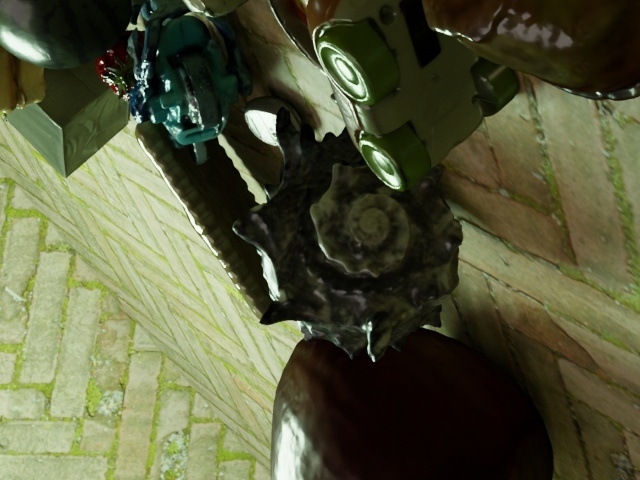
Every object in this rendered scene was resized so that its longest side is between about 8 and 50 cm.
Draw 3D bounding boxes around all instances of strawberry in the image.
[{"bbox_3d":[-0.256,-0.242,1.894,0.106,0.106,0.106,43,162,18],"label":"strawberry"}]

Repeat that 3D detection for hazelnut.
[{"bbox_3d":[0.100,0.287,1.736,0.421,0.352,0.421,63,174,12],"label":"hazelnut"}]

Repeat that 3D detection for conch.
[{"bbox_3d":[0.034,-0.014,1.508,0.186,0.240,0.313,28,-155,-44],"label":"conch"}]

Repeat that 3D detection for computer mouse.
[{"bbox_3d":[-0.051,-0.147,1.686,0.096,0.039,0.066,14,143,43],"label":"computer mouse"}]

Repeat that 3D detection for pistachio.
[{"bbox_3d":[0.163,-0.171,0.980,0.210,0.130,0.165,28,151,31],"label":"pistachio"}]

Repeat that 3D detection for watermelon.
[{"bbox_3d":[-0.329,-0.316,1.723,0.212,0.212,0.212,43,162,18],"label":"watermelon"}]

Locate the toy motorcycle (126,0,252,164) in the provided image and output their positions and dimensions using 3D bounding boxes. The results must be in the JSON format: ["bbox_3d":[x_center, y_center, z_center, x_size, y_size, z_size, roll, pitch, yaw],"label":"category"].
[{"bbox_3d":[-0.168,-0.209,1.692,0.260,0.154,0.206,132,119,-78],"label":"toy motorcycle"}]

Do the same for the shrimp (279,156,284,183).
[{"bbox_3d":[0.000,0.000,1.795,0.233,0.071,0.365,64,162,11],"label":"shrimp"}]

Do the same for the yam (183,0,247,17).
[{"bbox_3d":[-0.206,-0.396,1.484,0.371,0.083,0.083,54,162,-9],"label":"yam"}]

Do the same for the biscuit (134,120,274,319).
[{"bbox_3d":[-0.141,-0.054,1.887,0.325,0.044,0.217,57,-161,-16],"label":"biscuit"}]

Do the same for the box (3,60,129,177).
[{"bbox_3d":[-0.397,-0.230,2.161,0.149,0.155,0.231,45,161,6],"label":"box"}]

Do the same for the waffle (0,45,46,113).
[{"bbox_3d":[-0.483,-0.389,1.892,0.261,0.114,0.376,36,135,45],"label":"waffle"}]

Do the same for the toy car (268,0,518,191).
[{"bbox_3d":[0.042,-0.178,1.226,0.235,0.145,0.235,44,164,16],"label":"toy car"}]
